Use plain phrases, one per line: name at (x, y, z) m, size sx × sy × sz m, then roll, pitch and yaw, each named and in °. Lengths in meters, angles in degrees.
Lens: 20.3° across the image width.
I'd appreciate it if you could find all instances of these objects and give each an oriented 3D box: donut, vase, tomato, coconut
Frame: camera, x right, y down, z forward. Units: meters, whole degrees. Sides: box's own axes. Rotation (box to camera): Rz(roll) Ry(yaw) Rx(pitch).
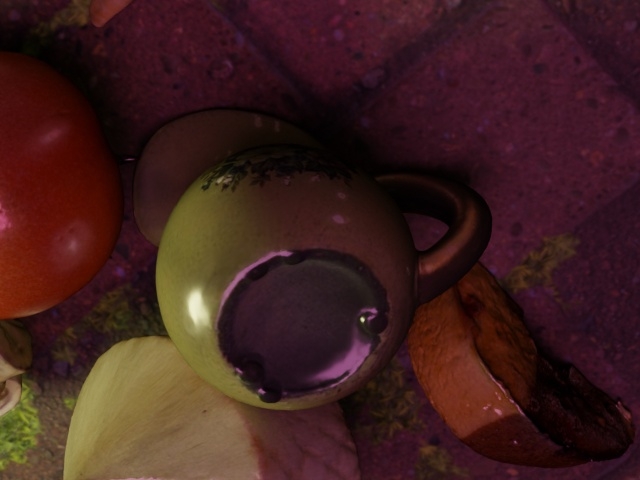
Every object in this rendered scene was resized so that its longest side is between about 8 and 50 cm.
donut at (0.190, 0.162, 1.809) m, size 0.295 × 0.151 × 0.112 m, roll 43°, pitch 125°, yaw -17°
vase at (0.000, 0.000, 1.689) m, size 0.329 × 0.302 × 0.241 m, roll -9°, pitch 118°, yaw -9°
tomato at (-0.309, -0.052, 1.692) m, size 0.256 × 0.224 × 0.256 m, roll 22°, pitch 130°, yaw 29°
coconut at (-0.125, 0.229, 1.770) m, size 0.329 × 0.329 × 0.329 m, roll 3°, pitch 119°, yaw 5°

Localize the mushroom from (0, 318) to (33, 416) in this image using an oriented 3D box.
mushroom at (-0.403, 0.097, 1.795) m, size 0.195 × 0.253 × 0.189 m, roll -29°, pitch 81°, yaw 19°

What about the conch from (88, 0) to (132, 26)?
conch at (-0.124, -0.307, 1.615) m, size 0.109 × 0.093 × 0.330 m, roll 34°, pitch 118°, yaw -19°
